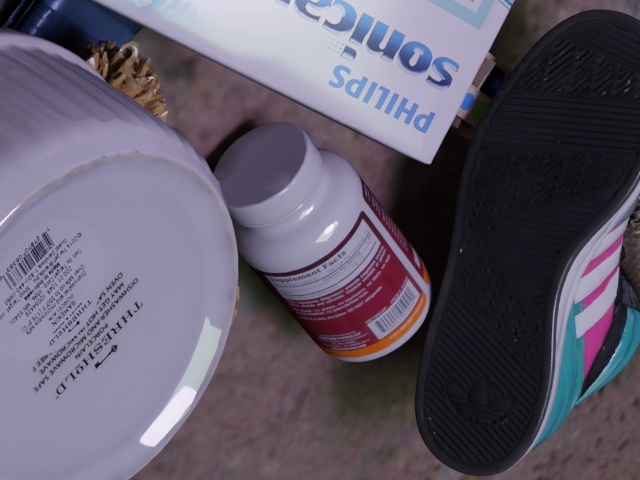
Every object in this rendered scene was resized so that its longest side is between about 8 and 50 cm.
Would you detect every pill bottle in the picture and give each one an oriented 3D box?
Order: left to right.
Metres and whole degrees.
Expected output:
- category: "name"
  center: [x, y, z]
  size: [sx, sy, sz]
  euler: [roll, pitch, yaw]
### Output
- category: "pill bottle"
  center: [0.000, 0.000, 1.020]
  size: [0.086, 0.086, 0.152]
  euler: [-47, 132, -10]

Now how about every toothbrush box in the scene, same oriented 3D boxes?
- category: "toothbrush box"
  center: [0.007, -0.216, 0.753]
  size: [0.216, 0.126, 0.295]
  euler: [25, 96, -31]

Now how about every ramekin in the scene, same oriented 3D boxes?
- category: "ramekin"
  center: [-0.130, 0.022, 0.725]
  size: [0.207, 0.109, 0.207]
  euler: [-27, 130, -38]

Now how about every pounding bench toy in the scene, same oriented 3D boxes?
- category: "pounding bench toy"
  center: [0.074, -0.087, 1.057]
  size: [0.065, 0.052, 0.083]
  euler: [31, 91, -44]

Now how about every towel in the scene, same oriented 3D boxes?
- category: "towel"
  center: [-0.129, -0.115, 0.896]
  size: [0.067, 0.029, 0.119]
  euler: [37, 87, -45]

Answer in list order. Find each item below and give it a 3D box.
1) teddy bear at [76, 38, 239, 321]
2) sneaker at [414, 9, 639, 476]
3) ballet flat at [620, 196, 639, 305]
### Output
- category: "teddy bear"
  center: [-0.182, 0.000, 0.831]
  size: [0.338, 0.113, 0.245]
  euler: [9, 106, -52]
- category: "sneaker"
  center: [0.159, 0.000, 1.097]
  size: [0.178, 0.124, 0.295]
  euler: [-9, 120, -70]
- category: "ballet flat"
  center: [0.260, 0.013, 1.253]
  size: [0.084, 0.058, 0.250]
  euler: [-48, 133, -8]
